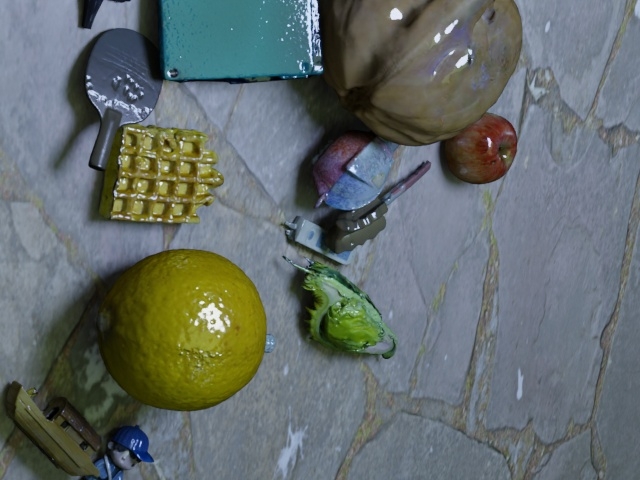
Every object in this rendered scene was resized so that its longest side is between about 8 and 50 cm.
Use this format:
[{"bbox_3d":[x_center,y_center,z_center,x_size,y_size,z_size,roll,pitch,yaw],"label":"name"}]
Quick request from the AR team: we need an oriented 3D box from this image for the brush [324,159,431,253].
[{"bbox_3d":[0.124,-0.072,2.076,0.301,0.071,0.084,-37,163,-37],"label":"brush"}]

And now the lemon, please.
[{"bbox_3d":[-0.224,0.146,1.775,0.293,0.293,0.293,-13,113,-33],"label":"lemon"}]

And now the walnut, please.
[{"bbox_3d":[0.167,-0.360,1.864,0.383,0.383,0.384,-13,113,-33],"label":"walnut"}]

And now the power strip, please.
[{"bbox_3d":[0.000,0.000,2.047,0.191,0.030,0.048,27,88,-40],"label":"power strip"}]

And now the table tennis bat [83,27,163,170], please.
[{"bbox_3d":[-0.317,-0.220,1.691,0.131,0.022,0.235,25,70,-33],"label":"table tennis bat"}]

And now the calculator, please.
[{"bbox_3d":[-0.135,-0.375,1.746,0.274,0.058,0.249,-8,104,-15],"label":"calculator"}]

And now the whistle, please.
[{"bbox_3d":[0.094,-0.172,2.000,0.346,0.133,0.142,-48,155,-28],"label":"whistle"}]

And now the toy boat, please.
[{"bbox_3d":[-0.438,0.311,1.804,0.088,0.068,0.226,-46,125,-22],"label":"toy boat"}]

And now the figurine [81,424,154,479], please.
[{"bbox_3d":[-0.356,0.383,1.898,0.136,0.079,0.077,-38,132,8],"label":"figurine"}]

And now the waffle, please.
[{"bbox_3d":[-0.253,-0.110,1.798,0.210,0.055,0.161,1,104,-36],"label":"waffle"}]

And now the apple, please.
[{"bbox_3d":[0.317,-0.183,2.161,0.146,0.130,0.146,-16,113,-43],"label":"apple"}]

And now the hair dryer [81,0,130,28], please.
[{"bbox_3d":[-0.329,-0.363,1.676,0.083,0.031,0.079,-2,118,-45],"label":"hair dryer"}]

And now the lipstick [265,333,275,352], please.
[{"bbox_3d":[-0.140,0.185,2.004,0.116,0.037,0.037,10,100,-35],"label":"lipstick"}]

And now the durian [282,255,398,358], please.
[{"bbox_3d":[0.044,0.150,2.084,0.375,0.132,0.107,46,52,-42],"label":"durian"}]
